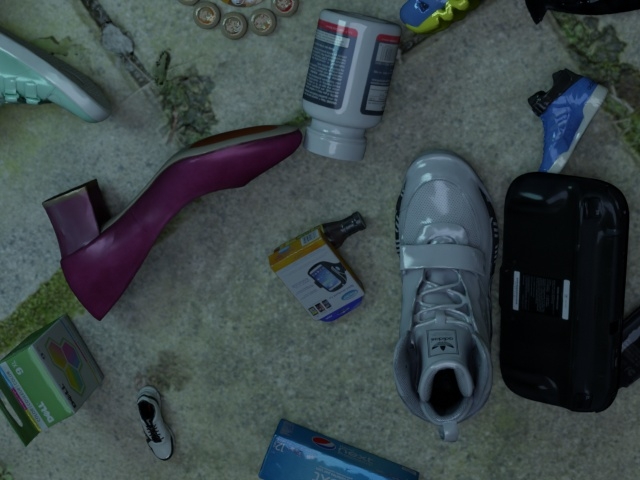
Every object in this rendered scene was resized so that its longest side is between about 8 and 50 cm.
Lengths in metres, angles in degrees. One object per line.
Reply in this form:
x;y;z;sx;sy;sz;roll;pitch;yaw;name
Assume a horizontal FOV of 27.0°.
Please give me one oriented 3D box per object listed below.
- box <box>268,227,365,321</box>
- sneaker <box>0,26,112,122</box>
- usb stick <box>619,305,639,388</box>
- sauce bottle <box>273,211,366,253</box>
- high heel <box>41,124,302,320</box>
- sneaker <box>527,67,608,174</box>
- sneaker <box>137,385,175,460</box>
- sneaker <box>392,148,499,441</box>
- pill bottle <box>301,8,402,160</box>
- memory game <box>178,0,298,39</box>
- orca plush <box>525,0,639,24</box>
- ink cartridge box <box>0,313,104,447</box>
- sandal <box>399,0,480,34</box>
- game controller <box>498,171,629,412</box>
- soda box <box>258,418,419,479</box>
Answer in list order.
-0.001;0.051;1.786;0.081;0.028;0.136;-29;129;11;box
-0.406;-0.184;1.769;0.256;0.094;0.151;30;98;10;sneaker
0.475;0.086;1.754;0.278;0.045;0.077;-44;101;12;usb stick
0.000;0.000;1.791;0.128;0.042;0.042;-29;97;9;sauce bottle
-0.176;-0.028;1.770;0.377;0.127;0.181;-18;101;19;high heel
0.297;-0.149;1.720;0.085;0.058;0.152;31;112;7;sneaker
-0.235;0.261;1.870;0.040;0.044;0.109;-17;101;7;sneaker
0.162;0.074;1.701;0.137;0.210;0.365;-2;101;6;sneaker
0.034;-0.199;1.711;0.108;0.108;0.180;14;103;3;pill bottle
-0.106;-0.354;1.743;0.186;0.012;0.186;1;102;6;memory game
0.389;-0.347;1.643;0.287;0.102;0.151;-5;101;8;orca plush
-0.366;0.184;1.783;0.062;0.209;0.109;-29;97;12;ink cartridge box
0.201;-0.394;1.653;0.138;0.126;0.317;40;95;1;sandal
0.311;0.070;1.732;0.166;0.067;0.319;14;113;37;game controller
0.026;0.324;1.841;0.210;0.067;0.071;21;104;2;soda box
